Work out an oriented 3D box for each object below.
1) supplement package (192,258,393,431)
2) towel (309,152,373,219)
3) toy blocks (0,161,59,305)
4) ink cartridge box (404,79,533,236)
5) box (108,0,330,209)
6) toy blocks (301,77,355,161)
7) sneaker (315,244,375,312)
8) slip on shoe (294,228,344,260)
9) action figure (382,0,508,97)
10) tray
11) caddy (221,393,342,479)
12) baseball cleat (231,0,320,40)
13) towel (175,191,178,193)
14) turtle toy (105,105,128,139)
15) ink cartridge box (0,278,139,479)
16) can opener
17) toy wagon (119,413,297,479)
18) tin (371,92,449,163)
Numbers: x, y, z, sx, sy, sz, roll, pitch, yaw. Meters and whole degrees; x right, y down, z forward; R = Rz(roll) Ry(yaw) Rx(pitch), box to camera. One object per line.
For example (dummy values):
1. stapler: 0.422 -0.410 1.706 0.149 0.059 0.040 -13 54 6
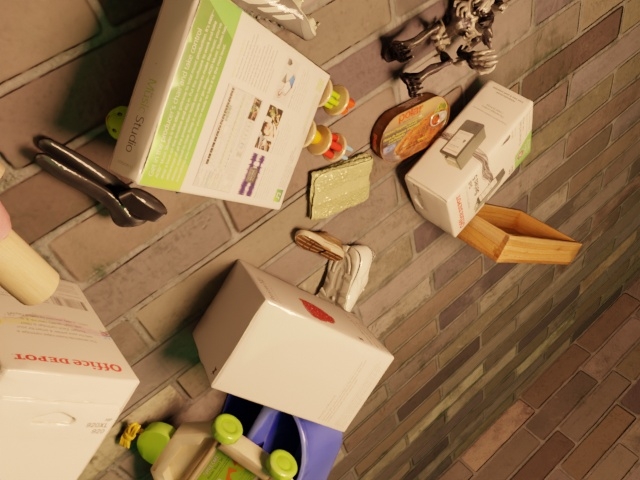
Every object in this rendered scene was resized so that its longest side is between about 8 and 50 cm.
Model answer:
1. supplement package: -0.052 0.191 1.012 0.293 0.177 0.175 29 98 -31
2. towel: 0.039 -0.101 1.061 0.148 0.027 0.110 -23 134 -30
3. toy blocks: -0.446 -0.020 0.457 0.309 0.288 0.260 -37 142 -13
4. ink cartridge box: 0.321 -0.166 1.190 0.273 0.115 0.198 -49 152 -5
5. box: -0.114 -0.170 0.751 0.322 0.058 0.232 6 107 -66
6. toy blocks: 0.022 -0.199 0.949 0.148 0.054 0.123 11 104 -57
7. sneaker: 0.050 0.118 1.198 0.095 0.090 0.235 -3 122 -54
8. slip on shoe: 0.000 0.000 1.092 0.135 0.051 0.041 27 59 -42
9. action figure: 0.252 -0.366 0.980 0.276 0.141 0.164 -40 128 -12
10. tray: 0.475 -0.019 1.404 0.411 0.203 0.076 3 118 -45
11. caddy: -0.108 0.432 1.159 0.179 0.241 0.341 -5 122 -47
12. baseball cleat: -0.091 -0.323 0.750 0.109 0.072 0.206 -41 140 12
13. towel: -0.176 -0.122 0.836 0.119 0.029 0.067 -37 139 -17
14. turtle toy: -0.219 -0.141 0.742 0.130 0.066 0.095 16 102 -27
15. ink cartridge box: -0.380 0.164 0.695 0.171 0.233 0.168 25 100 -50
16. can opener: -0.293 -0.077 0.742 0.073 0.059 0.186 -33 135 20
17. toy wagon: -0.211 0.435 1.044 0.267 0.344 0.068 -56 179 23
18. tin: 0.177 -0.223 1.095 0.190 0.040 0.106 -29 140 -26
